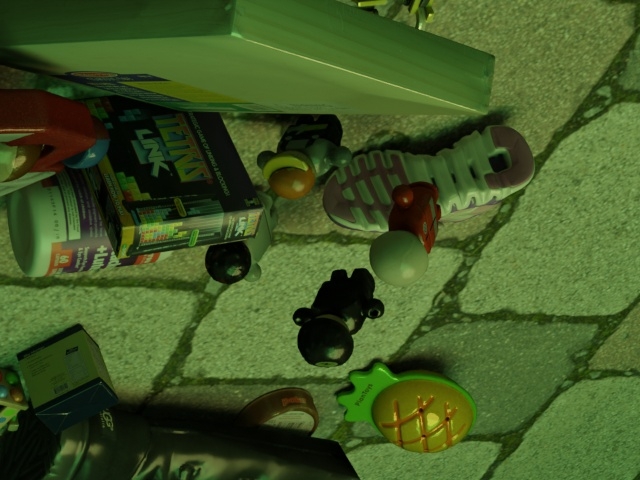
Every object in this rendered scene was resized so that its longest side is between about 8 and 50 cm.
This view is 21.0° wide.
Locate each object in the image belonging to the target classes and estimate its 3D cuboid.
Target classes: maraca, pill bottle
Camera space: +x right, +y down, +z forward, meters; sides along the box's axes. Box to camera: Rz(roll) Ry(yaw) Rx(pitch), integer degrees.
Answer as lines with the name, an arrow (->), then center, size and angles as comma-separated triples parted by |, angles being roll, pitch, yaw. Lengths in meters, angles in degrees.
maraca -> 0.114, 0.217, 2.252 | 0.185, 0.099, 0.127 | 19, 122, -14
pill bottle -> -0.204, -0.027, 1.711 | 0.193, 0.108, 0.108 | -7, 142, -24

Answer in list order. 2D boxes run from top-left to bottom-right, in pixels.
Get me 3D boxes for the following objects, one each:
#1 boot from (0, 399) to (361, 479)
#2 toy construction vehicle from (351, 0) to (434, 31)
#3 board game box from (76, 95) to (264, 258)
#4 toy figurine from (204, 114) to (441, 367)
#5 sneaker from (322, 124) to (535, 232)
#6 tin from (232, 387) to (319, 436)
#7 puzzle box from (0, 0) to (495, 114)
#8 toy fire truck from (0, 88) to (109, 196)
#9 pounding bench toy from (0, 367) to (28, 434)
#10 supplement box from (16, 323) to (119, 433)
boot -> -0.218, 0.359, 2.160 | 0.445, 0.146, 0.367 | 14, 129, -38
toy construction vehicle -> 0.070, -0.225, 1.684 | 0.085, 0.035, 0.098 | -6, 141, -26
board game box -> -0.149, -0.068, 1.637 | 0.141, 0.170, 0.048 | -10, 142, -22
toy figurine -> 0.000, 0.000, 1.770 | 0.209, 0.148, 0.213 | 38, 124, -7
sneaker -> 0.116, -0.052, 1.905 | 0.236, 0.095, 0.104 | -13, 162, -12
tin -> -0.073, 0.262, 2.244 | 0.106, 0.040, 0.190 | 6, 135, -31
puzzle box -> -0.095, -0.156, 1.426 | 0.272, 0.052, 0.409 | 11, 176, -42
toy fire truck -> -0.323, -0.074, 1.489 | 0.302, 0.169, 0.254 | -20, 172, 41
pounding bench toy -> -0.357, 0.181, 1.942 | 0.065, 0.052, 0.083 | -42, 143, 22
supplement box -> -0.282, 0.154, 1.926 | 0.083, 0.083, 0.056 | -26, 146, 1
